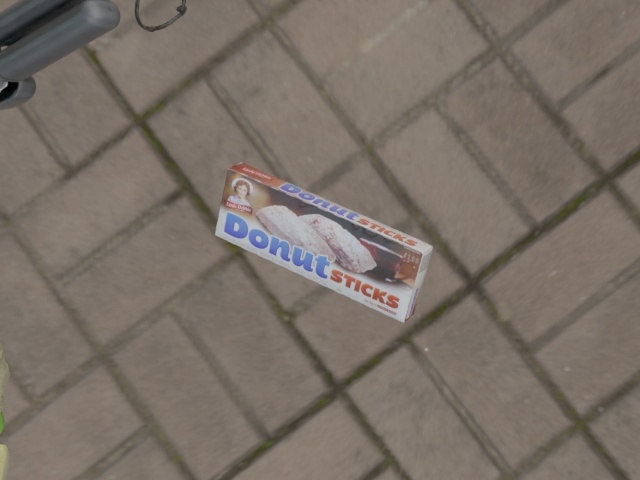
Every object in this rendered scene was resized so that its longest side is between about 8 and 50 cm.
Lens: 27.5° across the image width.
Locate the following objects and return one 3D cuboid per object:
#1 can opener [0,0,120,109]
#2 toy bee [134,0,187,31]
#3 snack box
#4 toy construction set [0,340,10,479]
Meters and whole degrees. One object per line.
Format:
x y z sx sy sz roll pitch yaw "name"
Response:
-0.300 -0.202 1.366 0.283 0.095 0.076 -20 79 36 "can opener"
-0.159 -0.402 1.394 0.298 0.195 0.162 -46 53 -6 "toy bee"
0.000 0.000 1.037 0.178 0.022 0.064 24 120 21 "snack box"
-0.300 0.072 0.663 0.327 0.151 0.215 17 50 -6 "toy construction set"
